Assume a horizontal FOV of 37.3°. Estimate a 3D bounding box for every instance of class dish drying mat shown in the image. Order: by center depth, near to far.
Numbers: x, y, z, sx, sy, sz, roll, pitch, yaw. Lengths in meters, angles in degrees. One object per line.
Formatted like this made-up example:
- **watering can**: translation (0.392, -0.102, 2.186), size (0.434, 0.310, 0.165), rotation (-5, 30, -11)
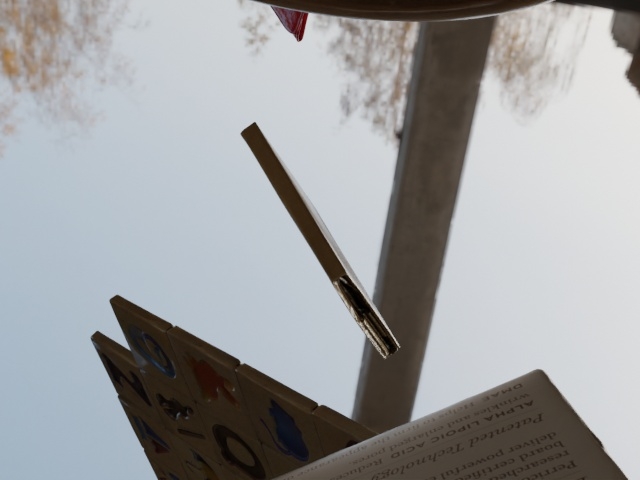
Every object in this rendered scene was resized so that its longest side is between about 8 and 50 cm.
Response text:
- **dish drying mat**: translation (-0.032, -0.149, 0.521), size (0.008, 0.032, 0.083), rotation (-26, -107, -20)

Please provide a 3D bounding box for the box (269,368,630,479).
- **box**: translation (0.044, 0.174, 0.344), size (0.182, 0.181, 0.119), rotation (-23, -166, 2)

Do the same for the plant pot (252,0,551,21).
- **plant pot**: translation (-0.004, -0.165, 0.289), size (0.237, 0.109, 0.237), rotation (12, 172, 2)

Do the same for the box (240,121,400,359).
- **box**: translation (0.000, 0.000, 0.889), size (0.021, 0.164, 0.201), rotation (-32, -126, 3)

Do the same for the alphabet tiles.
- **alphabet tiles**: translation (-0.012, 0.175, 0.569), size (0.342, 0.285, 0.011), rotation (21, -132, 40)
